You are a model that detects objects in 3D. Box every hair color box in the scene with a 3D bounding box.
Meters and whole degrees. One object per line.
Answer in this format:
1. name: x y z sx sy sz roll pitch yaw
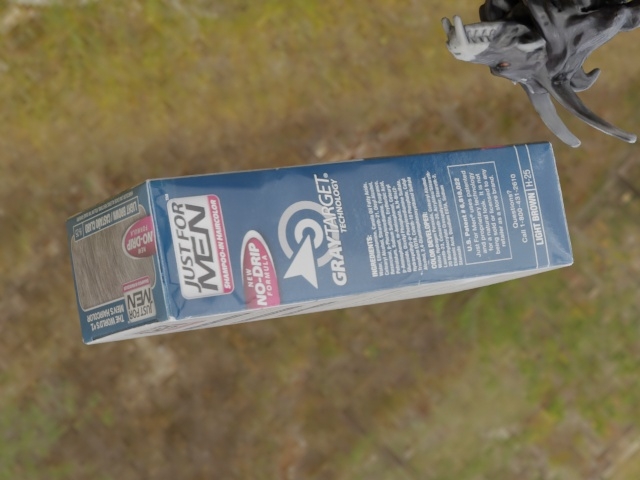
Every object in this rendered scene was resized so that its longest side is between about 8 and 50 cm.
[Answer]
1. hair color box: 0.000 0.000 1.327 0.347 0.105 0.174 -7 174 -29

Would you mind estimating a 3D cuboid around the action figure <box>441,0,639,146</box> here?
1. action figure: 0.077 -0.175 0.841 0.141 0.276 0.164 -11 -175 -18
